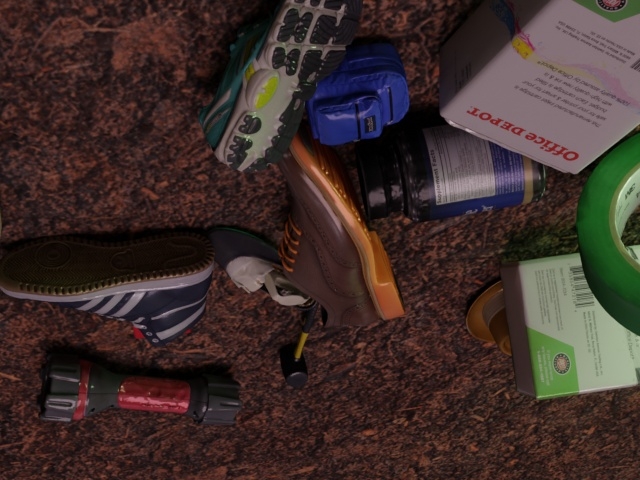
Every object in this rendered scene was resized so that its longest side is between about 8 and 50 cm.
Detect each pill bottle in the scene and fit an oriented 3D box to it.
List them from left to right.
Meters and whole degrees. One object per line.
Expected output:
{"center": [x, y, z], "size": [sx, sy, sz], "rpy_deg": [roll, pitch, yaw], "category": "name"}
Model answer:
{"center": [0.159, -0.090, 1.342], "size": [0.219, 0.123, 0.123], "rpy_deg": [-10, 141, -1], "category": "pill bottle"}

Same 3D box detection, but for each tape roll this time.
{"center": [0.487, -0.013, 1.356], "size": [0.321, 0.321, 0.077], "rpy_deg": [-17, 141, 8], "category": "tape roll"}

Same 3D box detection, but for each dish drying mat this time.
{"center": [-0.235, 0.130, 1.603], "size": [0.083, 0.008, 0.032], "rpy_deg": [-6, 140, -5], "category": "dish drying mat"}

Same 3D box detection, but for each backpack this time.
{"center": [0.043, -0.165, 1.242], "size": [0.120, 0.101, 0.098], "rpy_deg": [-13, 148, -3], "category": "backpack"}

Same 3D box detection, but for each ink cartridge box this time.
{"center": [0.286, -0.217, 1.175], "size": [0.201, 0.117, 0.278], "rpy_deg": [20, 142, -22], "category": "ink cartridge box"}
{"center": [0.417, 0.112, 1.570], "size": [0.272, 0.198, 0.115], "rpy_deg": [-7, 178, -5], "category": "ink cartridge box"}

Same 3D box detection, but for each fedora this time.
{"center": [0.326, 0.126, 1.676], "size": [0.194, 0.079, 0.194], "rpy_deg": [-7, 141, -6], "category": "fedora"}

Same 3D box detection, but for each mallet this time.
{"center": [-0.023, 0.148, 1.631], "size": [0.039, 0.062, 0.190], "rpy_deg": [3, 139, -18], "category": "mallet"}

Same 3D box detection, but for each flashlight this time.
{"center": [-0.272, 0.235, 1.649], "size": [0.304, 0.103, 0.103], "rpy_deg": [9, 134, -21], "category": "flashlight"}

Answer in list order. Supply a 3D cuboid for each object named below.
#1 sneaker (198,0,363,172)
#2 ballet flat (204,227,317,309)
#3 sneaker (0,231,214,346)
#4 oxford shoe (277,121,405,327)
{"center": [-0.053, -0.207, 1.165], "size": [0.107, 0.110, 0.275], "rpy_deg": [9, 122, -48], "category": "sneaker"}
{"center": [-0.075, 0.046, 1.491], "size": [0.074, 0.074, 0.203], "rpy_deg": [-36, 134, 28], "category": "ballet flat"}
{"center": [-0.283, 0.072, 1.451], "size": [0.282, 0.099, 0.153], "rpy_deg": [-4, 141, -10], "category": "sneaker"}
{"center": [0.000, 0.000, 1.389], "size": [0.132, 0.130, 0.364], "rpy_deg": [-21, 133, 7], "category": "oxford shoe"}
